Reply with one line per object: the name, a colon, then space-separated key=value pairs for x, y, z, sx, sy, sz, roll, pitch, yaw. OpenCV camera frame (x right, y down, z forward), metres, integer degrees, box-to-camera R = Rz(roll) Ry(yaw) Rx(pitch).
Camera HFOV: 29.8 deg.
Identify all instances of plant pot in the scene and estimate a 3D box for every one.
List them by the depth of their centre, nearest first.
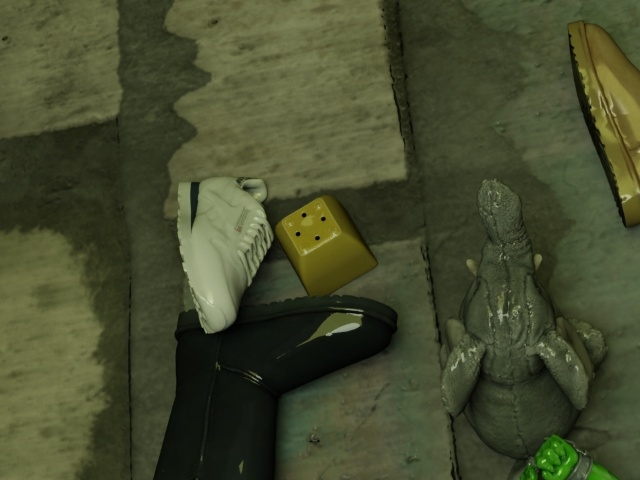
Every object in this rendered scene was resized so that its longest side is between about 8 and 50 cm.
plant pot: x=0.000 y=0.000 z=1.245 sx=0.081 sy=0.083 sz=0.081 roll=-30 pitch=65 yaw=0

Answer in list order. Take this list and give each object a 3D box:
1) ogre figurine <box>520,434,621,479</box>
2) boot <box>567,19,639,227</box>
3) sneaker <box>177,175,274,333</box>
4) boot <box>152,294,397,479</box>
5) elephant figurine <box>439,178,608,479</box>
ogre figurine: x=0.224 y=0.279 z=1.067 sx=0.118 sy=0.097 sz=0.197 roll=15 pitch=85 yaw=1
boot: x=0.403 y=-0.147 z=1.206 sx=0.269 sy=0.089 sz=0.236 roll=-17 pitch=77 yaw=7
sneaker: x=-0.094 y=0.003 z=1.226 sx=0.094 sy=0.090 sz=0.235 roll=-7 pitch=37 yaw=-3
boot: x=-0.044 y=0.167 z=1.183 sx=0.246 sy=0.094 sz=0.207 roll=-6 pitch=64 yaw=19
elephant figurine: x=0.168 y=0.093 z=1.081 sx=0.169 sy=0.239 sz=0.186 roll=-41 pitch=66 yaw=-4
